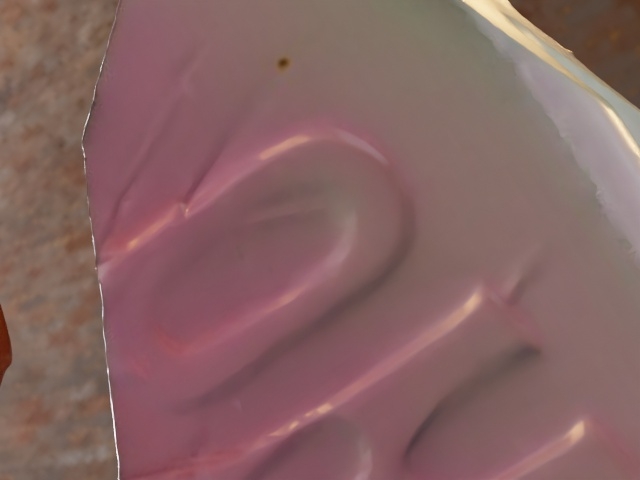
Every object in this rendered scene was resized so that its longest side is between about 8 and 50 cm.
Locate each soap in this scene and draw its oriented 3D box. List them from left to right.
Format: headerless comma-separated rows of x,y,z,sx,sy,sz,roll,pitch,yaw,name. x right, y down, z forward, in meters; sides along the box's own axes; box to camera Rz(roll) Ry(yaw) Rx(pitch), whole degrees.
0.044,0.057,0.461,0.193,0.324,0.109,-34,170,23,soap

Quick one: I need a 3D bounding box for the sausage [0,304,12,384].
-0.132,-0.010,0.499,0.039,0.131,0.041,-19,-174,9,sausage
